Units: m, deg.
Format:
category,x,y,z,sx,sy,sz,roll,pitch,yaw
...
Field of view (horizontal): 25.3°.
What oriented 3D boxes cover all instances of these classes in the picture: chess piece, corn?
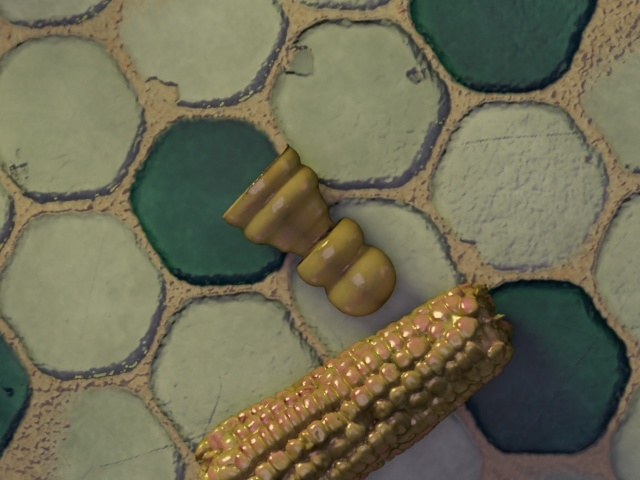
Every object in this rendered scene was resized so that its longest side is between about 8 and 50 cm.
category,x,y,z,sx,sy,sz,roll,pitch,yaw
chess piece,0.000,0.000,1.346,0.170,0.094,0.094,42,95,0
corn,0.035,0.163,1.336,0.335,0.126,0.126,-32,88,2
